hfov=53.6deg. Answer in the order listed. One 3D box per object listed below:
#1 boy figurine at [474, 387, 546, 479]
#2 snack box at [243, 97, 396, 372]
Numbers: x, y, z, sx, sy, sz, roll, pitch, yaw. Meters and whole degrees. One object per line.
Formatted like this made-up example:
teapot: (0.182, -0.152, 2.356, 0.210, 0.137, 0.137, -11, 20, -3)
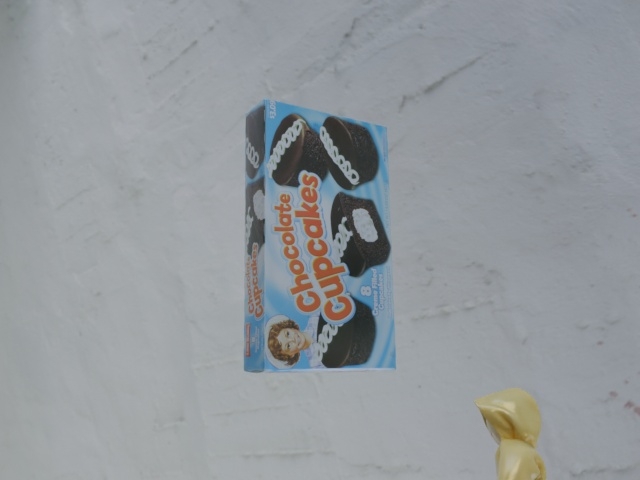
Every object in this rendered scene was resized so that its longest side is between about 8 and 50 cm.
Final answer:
boy figurine: (0.255, 0.333, 0.837, 0.092, 0.177, 0.285, -8, -119, 19)
snack box: (0.000, 0.000, 0.786, 0.060, 0.187, 0.321, -19, -111, 56)
